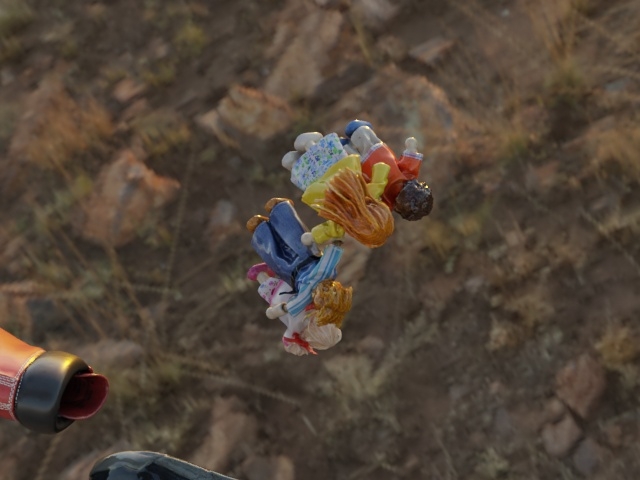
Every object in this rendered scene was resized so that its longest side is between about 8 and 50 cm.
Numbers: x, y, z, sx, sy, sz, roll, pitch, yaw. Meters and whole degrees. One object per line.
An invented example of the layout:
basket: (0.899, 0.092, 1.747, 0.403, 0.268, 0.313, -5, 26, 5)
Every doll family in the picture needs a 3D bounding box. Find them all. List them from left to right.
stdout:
doll family: (0.000, 0.000, 1.357, 0.263, 0.118, 0.163, -57, 47, 18)

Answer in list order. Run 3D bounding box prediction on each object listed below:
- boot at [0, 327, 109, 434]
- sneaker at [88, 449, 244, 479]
boot: (-0.260, 0.103, 1.117, 0.176, 0.088, 0.244, 12, 4, -7)
sneaker: (-0.120, 0.252, 1.129, 0.228, 0.087, 0.130, 13, 59, 30)
